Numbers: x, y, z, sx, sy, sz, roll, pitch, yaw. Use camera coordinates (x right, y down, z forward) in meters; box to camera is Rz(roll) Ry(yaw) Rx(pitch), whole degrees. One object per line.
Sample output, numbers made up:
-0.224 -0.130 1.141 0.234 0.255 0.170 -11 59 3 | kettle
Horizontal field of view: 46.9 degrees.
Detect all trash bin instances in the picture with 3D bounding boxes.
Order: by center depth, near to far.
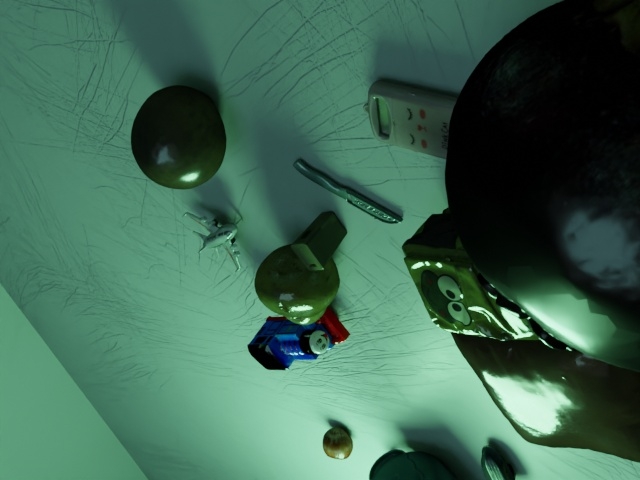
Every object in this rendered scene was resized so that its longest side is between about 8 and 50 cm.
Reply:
0.000 0.000 1.288 0.043 0.092 0.061 -9 124 48 | trash bin

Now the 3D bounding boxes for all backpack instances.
0.252 0.050 1.055 0.253 0.140 0.207 3 131 49 | backpack

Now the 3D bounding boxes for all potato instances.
-0.037 0.089 1.384 0.157 0.157 0.194 22 155 24 | potato

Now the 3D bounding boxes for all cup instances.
0.231 0.617 1.716 0.257 0.219 0.290 53 176 -19 | cup

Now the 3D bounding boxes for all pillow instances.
0.394 0.240 1.176 0.308 0.108 0.305 -6 127 52 | pillow

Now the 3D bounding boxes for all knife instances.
0.042 -0.078 1.226 0.210 0.015 0.028 31 140 11 | knife

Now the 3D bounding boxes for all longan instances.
-0.242 -0.174 1.265 0.167 0.167 0.187 30 124 13 | longan

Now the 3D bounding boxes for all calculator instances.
0.135 -0.165 1.017 0.175 0.032 0.100 19 142 28 | calculator

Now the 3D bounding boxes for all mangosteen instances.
0.328 -0.088 0.677 0.382 0.382 0.435 38 108 1 | mangosteen

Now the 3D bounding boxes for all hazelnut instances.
0.045 0.517 1.882 0.086 0.086 0.086 25 144 20 | hazelnut

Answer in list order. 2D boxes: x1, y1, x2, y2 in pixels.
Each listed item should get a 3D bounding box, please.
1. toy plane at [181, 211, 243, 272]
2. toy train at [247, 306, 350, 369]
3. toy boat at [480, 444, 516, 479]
-0.205 -0.008 1.502 0.162 0.065 0.171 47 144 -11 | toy plane
-0.046 0.203 1.539 0.204 0.131 0.082 -12 121 50 | toy train
0.369 0.480 1.538 0.055 0.060 0.141 -4 121 46 | toy boat
